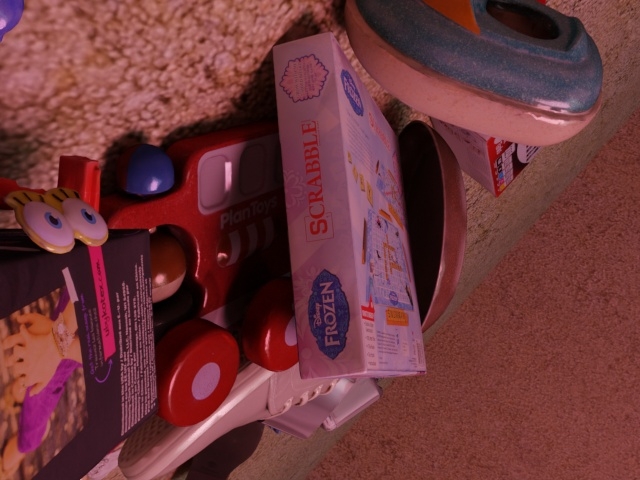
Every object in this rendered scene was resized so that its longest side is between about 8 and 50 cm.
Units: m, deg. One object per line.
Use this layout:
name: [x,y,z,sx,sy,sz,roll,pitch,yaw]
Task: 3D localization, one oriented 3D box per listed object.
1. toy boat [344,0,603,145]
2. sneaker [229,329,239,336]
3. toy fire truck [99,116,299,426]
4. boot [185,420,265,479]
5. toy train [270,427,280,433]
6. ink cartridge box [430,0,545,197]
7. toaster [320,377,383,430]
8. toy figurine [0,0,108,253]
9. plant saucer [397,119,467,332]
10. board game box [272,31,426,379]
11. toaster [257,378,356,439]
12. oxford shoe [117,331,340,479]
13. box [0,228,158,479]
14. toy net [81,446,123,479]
toy boat: [0.167,-0.243,0.714,0.318,0.267,0.148,-72,180,-46]
sneaker: [-0.123,0.212,1.066,0.109,0.130,0.286,-36,159,-32]
toy fire truck: [-0.128,0.016,0.684,0.302,0.169,0.254,-23,125,-47]
boot: [-0.195,0.405,1.383,0.305,0.112,0.115,-60,-173,23]
toy train: [-0.082,0.307,1.365,0.080,0.105,0.184,-26,153,-29]
ink cartridge box: [0.314,-0.243,1.093,0.272,0.130,0.309,-49,160,3]
toaster: [0.025,0.304,1.448,0.146,0.227,0.129,-34,113,-19]
toy figurine: [-0.245,-0.108,0.268,0.362,0.191,0.218,-9,110,-63]
plant saucer: [0.141,-0.013,0.976,0.050,0.311,0.311,3,144,-9]
board game box: [0.043,-0.010,0.760,0.065,0.318,0.318,-9,166,16]
toaster: [-0.037,0.227,1.178,0.110,0.186,0.168,32,103,-25]
oxford shoe: [-0.050,0.162,0.873,0.449,0.130,0.169,-36,-167,-39]
box: [-0.219,0.074,0.390,0.270,0.165,0.144,-29,118,-79]
toy net: [-0.360,0.324,0.925,0.232,0.045,0.122,-29,152,-44]
